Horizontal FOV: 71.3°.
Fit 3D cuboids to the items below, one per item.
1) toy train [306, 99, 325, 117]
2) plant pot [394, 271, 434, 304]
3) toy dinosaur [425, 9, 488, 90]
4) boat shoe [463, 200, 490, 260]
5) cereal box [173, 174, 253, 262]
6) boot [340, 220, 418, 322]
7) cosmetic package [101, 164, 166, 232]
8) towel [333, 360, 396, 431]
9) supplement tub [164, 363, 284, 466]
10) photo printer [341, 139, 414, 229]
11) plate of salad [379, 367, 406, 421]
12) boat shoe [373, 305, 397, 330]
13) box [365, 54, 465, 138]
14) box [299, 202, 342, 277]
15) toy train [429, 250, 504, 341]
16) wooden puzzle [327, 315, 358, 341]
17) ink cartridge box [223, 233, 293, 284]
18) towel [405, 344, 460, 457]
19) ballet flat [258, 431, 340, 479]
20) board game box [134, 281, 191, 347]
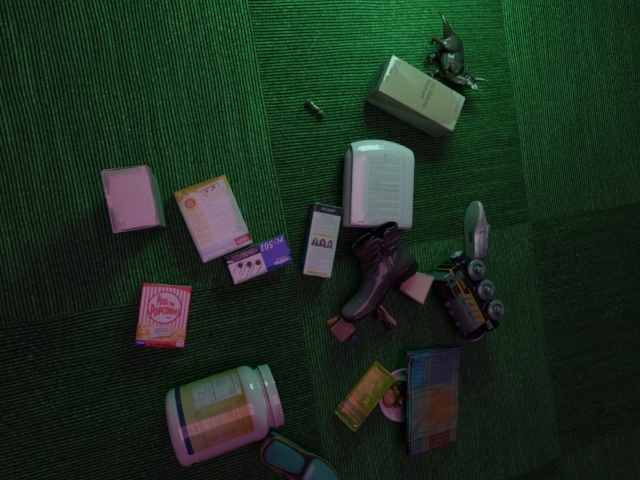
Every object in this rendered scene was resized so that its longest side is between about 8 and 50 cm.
[{"bbox_3d":[-0.016,-0.451,1.524,0.083,0.024,0.017,40,80,-14],"label":"toy train"},{"bbox_3d":[0.328,0.160,1.604,0.096,0.109,0.109,24,84,-4],"label":"plant pot"},{"bbox_3d":[0.475,-0.675,1.638,0.161,0.121,0.313,-20,92,-28],"label":"toy dinosaur"},{"bbox_3d":[0.601,-0.037,1.699,0.081,0.079,0.227,-1,96,-26],"label":"boat shoe"},{"bbox_3d":[-0.340,-0.069,1.421,0.173,0.047,0.240,-22,98,-15],"label":"cereal box"},{"bbox_3d":[0.157,0.100,1.505,0.338,0.118,0.222,-43,120,-11],"label":"boot"},{"bbox_3d":[-0.505,-0.104,1.234,0.113,0.309,0.160,-10,94,-16],"label":"cosmetic package"},{"bbox_3d":[0.159,0.550,1.580,0.102,0.021,0.237,40,80,11],"label":"towel"},{"bbox_3d":[-0.288,0.518,1.355,0.317,0.228,0.228,-14,95,-16],"label":"supplement tub"},{"bbox_3d":[0.200,-0.193,1.551,0.256,0.107,0.307,1,90,-17],"label":"photo printer"},{"bbox_3d":[0.309,0.569,1.631,0.200,0.048,0.199,0,90,-17],"label":"plate of salad"},{"bbox_3d":[0.212,0.266,1.591,0.152,0.056,0.049,44,74,-13],"label":"boat shoe"},{"bbox_3d":[0.336,-0.501,1.579,0.311,0.121,0.147,22,84,-16],"label":"box"},{"bbox_3d":[0.000,0.000,1.519,0.101,0.060,0.244,10,88,-17],"label":"box"},{"bbox_3d":[0.536,0.208,1.639,0.190,0.142,0.333,-33,102,-17],"label":"toy train"},{"bbox_3d":[0.078,0.312,1.575,0.079,0.014,0.116,-34,100,-9],"label":"wooden puzzle"},{"bbox_3d":[-0.205,0.061,1.466,0.207,0.046,0.097,-21,98,-16],"label":"ink cartridge box"},{"bbox_3d":[0.416,0.578,1.633,0.272,0.040,0.369,1,90,-33],"label":"towel"},{"bbox_3d":[-0.069,0.749,1.488,0.349,0.123,0.123,41,80,-17],"label":"ballet flat"},{"bbox_3d":[-0.486,0.231,1.384,0.147,0.045,0.193,6,89,-17],"label":"board game box"}]
